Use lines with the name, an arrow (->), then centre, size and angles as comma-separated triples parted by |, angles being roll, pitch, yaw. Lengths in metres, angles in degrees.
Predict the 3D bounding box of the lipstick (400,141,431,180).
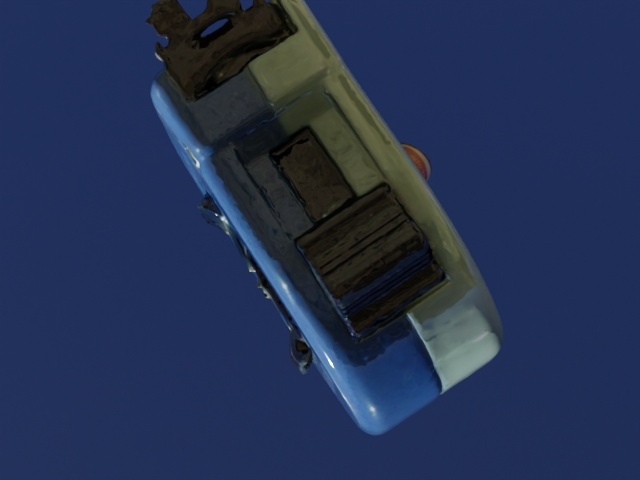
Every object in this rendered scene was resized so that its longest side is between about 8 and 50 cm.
lipstick -> 0.036, -0.018, 1.095 | 0.038, 0.038, 0.131 | 26, -130, 14

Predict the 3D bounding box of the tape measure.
tape measure -> 0.000, 0.000, 0.831 | 0.098, 0.351, 0.215 | -33, -99, -2
